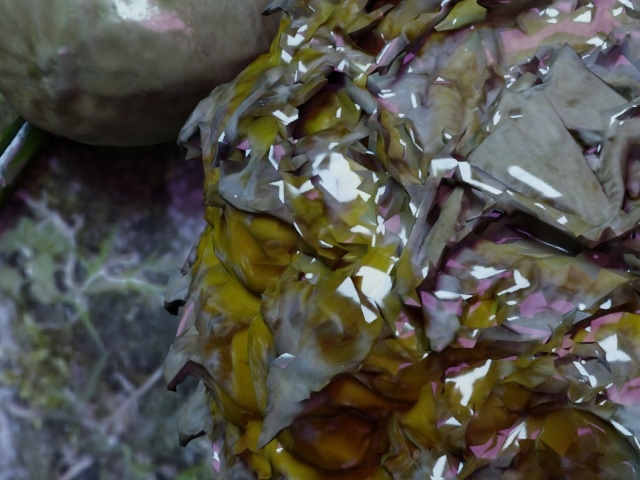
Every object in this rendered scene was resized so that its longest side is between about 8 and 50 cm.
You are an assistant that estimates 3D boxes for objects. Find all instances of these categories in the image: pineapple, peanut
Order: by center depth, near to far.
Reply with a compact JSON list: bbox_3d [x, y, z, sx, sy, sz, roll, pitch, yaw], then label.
[{"bbox_3d":[0.107,0.039,0.546,0.352,0.300,0.352,-2,57,3],"label":"pineapple"},{"bbox_3d":[-0.055,-0.115,0.724,0.253,0.122,0.137,-9,37,-22],"label":"peanut"}]

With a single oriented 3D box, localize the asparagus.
[{"bbox_3d":[-0.160,-0.080,0.763,0.034,0.027,0.236,28,74,-7],"label":"asparagus"}]
